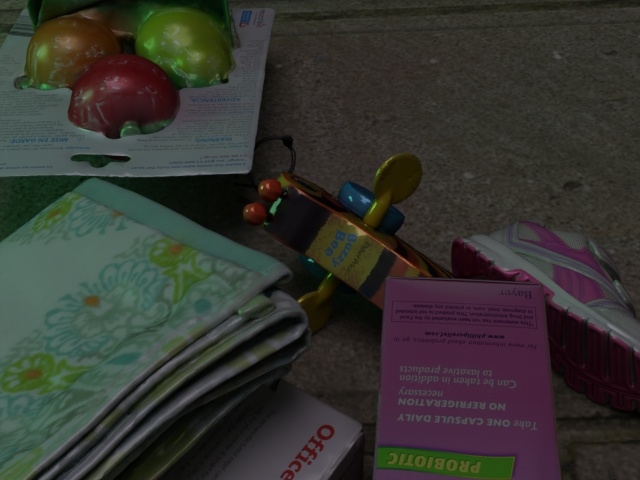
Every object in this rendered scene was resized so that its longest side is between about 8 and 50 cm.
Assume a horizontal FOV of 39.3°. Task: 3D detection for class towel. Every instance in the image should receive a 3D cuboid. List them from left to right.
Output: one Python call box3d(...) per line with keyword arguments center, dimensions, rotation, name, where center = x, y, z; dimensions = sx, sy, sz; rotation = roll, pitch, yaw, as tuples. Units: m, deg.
box3d(center=(-0.223, 0.091, 0.720), dimensions=(0.320, 0.090, 0.374), rotation=(-38, 35, -25), name="towel")

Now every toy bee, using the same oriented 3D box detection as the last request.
box3d(center=(0.000, 0.000, 0.855), dimensions=(0.298, 0.162, 0.195), rotation=(14, 94, 26), name="toy bee")

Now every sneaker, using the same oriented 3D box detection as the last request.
box3d(center=(0.243, 0.053, 0.831), dimensions=(0.111, 0.103, 0.252), rotation=(-33, 54, -22), name="sneaker")

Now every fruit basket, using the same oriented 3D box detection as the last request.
box3d(center=(-0.222, -0.172, 1.021), dimensions=(0.327, 0.165, 0.353), rotation=(-1, 47, 2), name="fruit basket")

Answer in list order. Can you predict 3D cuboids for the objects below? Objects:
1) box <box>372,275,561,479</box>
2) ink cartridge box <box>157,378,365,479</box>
box3d(center=(0.095, 0.186, 0.640), dimensions=(0.117, 0.213, 0.243), rotation=(2, 48, 5), name="box")
box3d(center=(-0.094, 0.180, 0.738), dimensions=(0.219, 0.093, 0.160), rotation=(26, 53, 25), name="ink cartridge box")
